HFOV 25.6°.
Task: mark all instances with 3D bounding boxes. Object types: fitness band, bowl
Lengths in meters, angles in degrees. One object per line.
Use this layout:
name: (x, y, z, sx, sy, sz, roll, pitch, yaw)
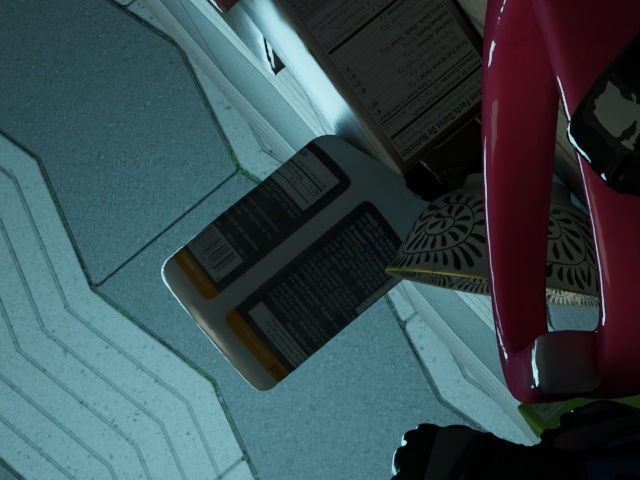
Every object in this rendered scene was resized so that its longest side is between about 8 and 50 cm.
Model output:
fitness band: (0.107, -0.030, 0.649, 0.291, 0.054, 0.208, 78, -173, -83)
bowl: (0.136, -0.003, 1.000, 0.170, 0.080, 0.170, 9, 176, 1)

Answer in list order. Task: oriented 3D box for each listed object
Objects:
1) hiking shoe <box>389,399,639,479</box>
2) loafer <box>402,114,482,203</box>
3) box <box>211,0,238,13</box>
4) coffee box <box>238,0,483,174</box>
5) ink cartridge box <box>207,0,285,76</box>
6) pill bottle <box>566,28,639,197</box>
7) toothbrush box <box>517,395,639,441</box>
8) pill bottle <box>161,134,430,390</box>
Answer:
hiking shoe: (0.143, 0.141, 0.632, 0.132, 0.113, 0.304, 13, -175, 32)
loafer: (0.092, -0.068, 1.089, 0.080, 0.078, 0.220, 50, 176, 10)
box: (-0.094, -0.273, 0.678, 0.300, 0.154, 0.142, 47, 176, 29)
coffee box: (0.000, -0.177, 0.938, 0.246, 0.098, 0.141, 52, 176, -25)
ink cartridge box: (-0.073, -0.254, 1.154, 0.193, 0.088, 0.234, 49, 176, 3)
pill bottle: (0.183, 0.015, 0.432, 0.219, 0.123, 0.123, 49, 176, 16)
toothbrush box: (0.306, 0.220, 1.075, 0.206, 0.122, 0.283, 53, 176, -37)
pill bottle: (0.000, 0.000, 1.341, 0.162, 0.278, 0.162, 51, 176, 4)
